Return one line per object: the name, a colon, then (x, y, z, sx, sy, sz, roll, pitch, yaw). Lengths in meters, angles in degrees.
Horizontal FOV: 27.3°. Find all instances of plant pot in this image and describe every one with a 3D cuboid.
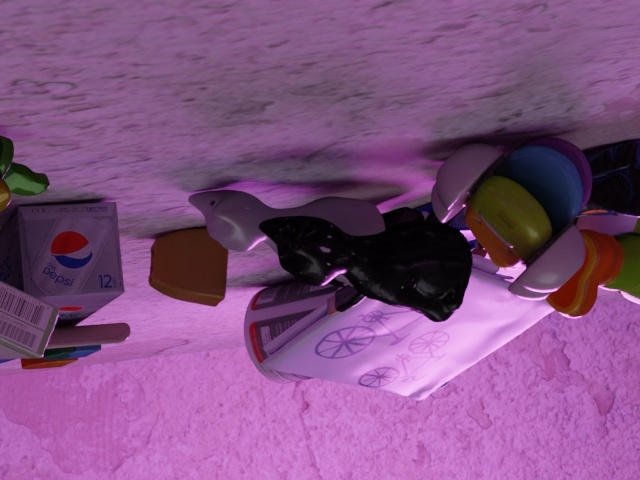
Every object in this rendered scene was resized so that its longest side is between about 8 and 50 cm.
plant pot: (-0.152, 0.028, 1.503, 0.083, 0.081, 0.081, 5, 169, -11)

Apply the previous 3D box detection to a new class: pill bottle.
pill bottle: (0.033, 0.128, 2.072, 0.283, 0.161, 0.161, -14, 170, 36)

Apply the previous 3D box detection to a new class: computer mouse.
computer mouse: (0.054, 0.034, 1.483, 0.262, 0.060, 0.184, -19, -155, 51)

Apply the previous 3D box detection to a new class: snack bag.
snack bag: (0.140, 0.121, 1.880, 0.342, 0.037, 0.323, 17, 135, -40)

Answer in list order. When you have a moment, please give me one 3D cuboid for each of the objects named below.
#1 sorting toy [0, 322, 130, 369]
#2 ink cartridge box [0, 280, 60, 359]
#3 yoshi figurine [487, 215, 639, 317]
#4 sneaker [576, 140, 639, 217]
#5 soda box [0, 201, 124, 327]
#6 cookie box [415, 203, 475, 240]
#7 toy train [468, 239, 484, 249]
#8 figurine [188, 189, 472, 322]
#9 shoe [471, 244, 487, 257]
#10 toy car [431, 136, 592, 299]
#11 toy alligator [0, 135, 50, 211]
sorting toy: (-0.329, 0.121, 1.429, 0.193, 0.038, 0.208, -3, 173, -31)
ink cartridge box: (-0.368, 0.056, 1.219, 0.171, 0.056, 0.235, 29, 157, -31)
yoshi figurine: (0.369, 0.024, 1.622, 0.362, 0.204, 0.203, -7, 176, -41)
sneaker: (0.294, -0.062, 1.401, 0.221, 0.083, 0.087, -5, -174, 10)
soda box: (-0.279, 0.034, 1.347, 0.098, 0.091, 0.286, -3, 170, -21)
cookie box: (0.159, -0.021, 1.606, 0.107, 0.040, 0.092, -2, 169, -36)
toy train: (0.229, -0.004, 1.813, 0.027, 0.036, 0.158, -15, 169, 38)
figurine: (0.000, 0.000, 1.261, 0.209, 0.092, 0.215, 12, -175, -38)
shoe: (0.142, 0.019, 1.850, 0.219, 0.058, 0.076, -8, 142, -34)
toy car: (0.200, -0.037, 1.274, 0.136, 0.159, 0.182, -43, 173, -4)
toy alligator: (-0.280, -0.051, 0.920, 0.189, 0.056, 0.051, -3, 128, -27)
